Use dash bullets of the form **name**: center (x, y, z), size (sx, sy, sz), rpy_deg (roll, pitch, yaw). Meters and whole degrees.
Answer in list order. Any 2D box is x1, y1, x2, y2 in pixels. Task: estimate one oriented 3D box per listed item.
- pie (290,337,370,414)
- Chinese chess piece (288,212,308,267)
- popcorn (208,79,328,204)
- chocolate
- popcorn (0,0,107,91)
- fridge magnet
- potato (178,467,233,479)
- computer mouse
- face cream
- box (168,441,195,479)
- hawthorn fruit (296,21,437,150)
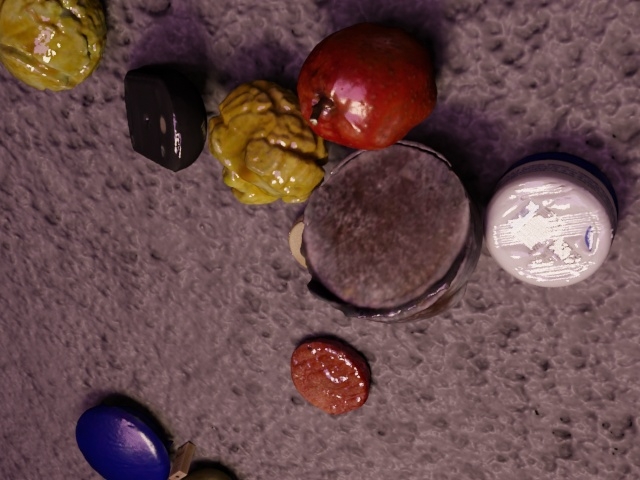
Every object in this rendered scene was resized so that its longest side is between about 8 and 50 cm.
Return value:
- **pie**: center (0.019, 0.281, 1.727), size (0.182, 0.049, 0.182), rpy_deg (12, 121, 20)
- **Chinese chess piece**: center (0.000, 0.000, 1.571), size (0.122, 0.051, 0.122), rpy_deg (11, 122, 17)
- **popcorn**: center (-0.087, -0.163, 1.447), size (0.226, 0.200, 0.203), rpy_deg (17, 165, 10)
- **chocolate**: center (0.140, 0.007, 1.399), size (0.303, 0.303, 0.213), rpy_deg (-10, 158, 26)
- **popcorn**: center (-0.485, -0.377, 1.501), size (0.204, 0.184, 0.221), rpy_deg (25, 125, 3)
- **fridge magnet**: center (-0.484, 0.511, 2.062), size (0.265, 0.113, 0.266), rpy_deg (11, 122, 19)
- **potato**: center (-0.303, 0.651, 2.037), size (0.165, 0.165, 0.262), rpy_deg (47, 123, -6)
- **computer mouse**: center (-0.265, -0.221, 1.483), size (0.269, 0.100, 0.170), rpy_deg (28, 123, 56)
- **face cream**: center (0.368, -0.029, 1.342), size (0.205, 0.111, 0.206), rpy_deg (11, 122, 18)
- **box**: center (-0.335, 0.537, 2.023), size (0.024, 0.083, 0.053), rpy_deg (36, 130, -19)
- **hawthorn fruit**: center (0.060, -0.230, 1.277), size (0.205, 0.253, 0.205), rpy_deg (15, 118, 30)
